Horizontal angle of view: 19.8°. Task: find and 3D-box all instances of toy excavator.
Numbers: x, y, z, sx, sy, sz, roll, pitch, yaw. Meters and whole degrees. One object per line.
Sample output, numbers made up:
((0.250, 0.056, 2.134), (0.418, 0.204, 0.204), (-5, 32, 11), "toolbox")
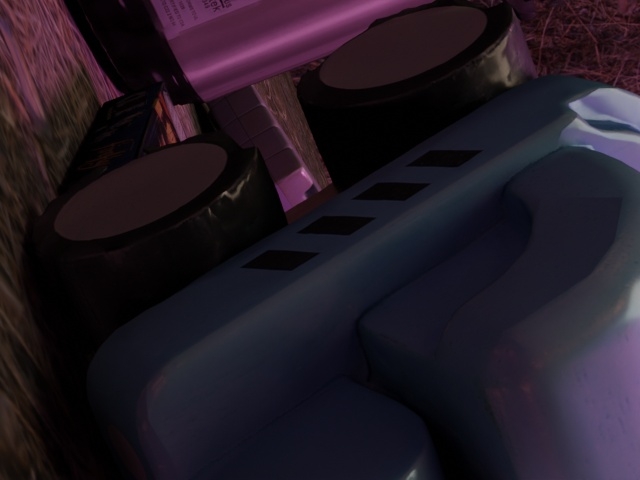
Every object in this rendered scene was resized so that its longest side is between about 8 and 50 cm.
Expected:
((0.046, 0.105, 0.667), (0.445, 0.433, 0.222), (20, -43, 56), "toy excavator")

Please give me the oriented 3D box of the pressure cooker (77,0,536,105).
((0.012, -0.312, 1.231), (0.370, 0.420, 0.375), (51, 18, -77), "pressure cooker")

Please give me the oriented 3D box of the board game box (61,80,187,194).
((-0.081, 0.012, 1.012), (0.243, 0.042, 0.165), (-97, 167, -76), "board game box")

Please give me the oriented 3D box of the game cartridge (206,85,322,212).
((0.000, 0.000, 1.740), (0.355, 0.068, 0.230), (56, -2, -40), "game cartridge")
